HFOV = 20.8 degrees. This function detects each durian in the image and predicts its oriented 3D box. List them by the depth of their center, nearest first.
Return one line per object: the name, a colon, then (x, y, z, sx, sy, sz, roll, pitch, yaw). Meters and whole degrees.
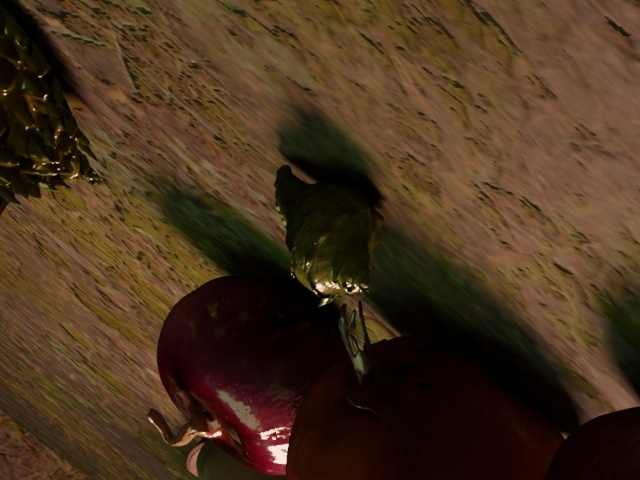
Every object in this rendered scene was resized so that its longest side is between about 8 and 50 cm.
durian: (-0.322, -0.176, 1.285, 0.394, 0.163, 0.198, 36, -157, 10)

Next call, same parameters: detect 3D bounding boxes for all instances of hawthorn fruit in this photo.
hawthorn fruit: (0.066, 0.162, 1.260, 0.211, 0.211, 0.299, 15, 142, 50)

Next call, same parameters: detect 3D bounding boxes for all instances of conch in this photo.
conch: (0.000, 0.000, 1.122, 0.121, 0.074, 0.089, 47, 140, 42)

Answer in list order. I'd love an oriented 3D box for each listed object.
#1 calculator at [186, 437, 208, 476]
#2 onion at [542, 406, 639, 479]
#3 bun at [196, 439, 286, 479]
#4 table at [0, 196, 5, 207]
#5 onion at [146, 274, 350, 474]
calculator: (-0.049, 0.300, 2.121, 0.220, 0.048, 0.329, 38, 161, -8)
onion: (0.242, 0.204, 1.080, 0.248, 0.161, 0.248, 34, 155, 19)
bun: (-0.023, 0.321, 1.866, 0.283, 0.179, 0.283, 166, 90, -83)
table: (-0.362, -0.065, 1.482, 0.193, 0.172, 0.169, 33, 163, -8)
onion: (-0.054, 0.113, 1.425, 0.177, 0.153, 0.177, 21, 169, 4)
